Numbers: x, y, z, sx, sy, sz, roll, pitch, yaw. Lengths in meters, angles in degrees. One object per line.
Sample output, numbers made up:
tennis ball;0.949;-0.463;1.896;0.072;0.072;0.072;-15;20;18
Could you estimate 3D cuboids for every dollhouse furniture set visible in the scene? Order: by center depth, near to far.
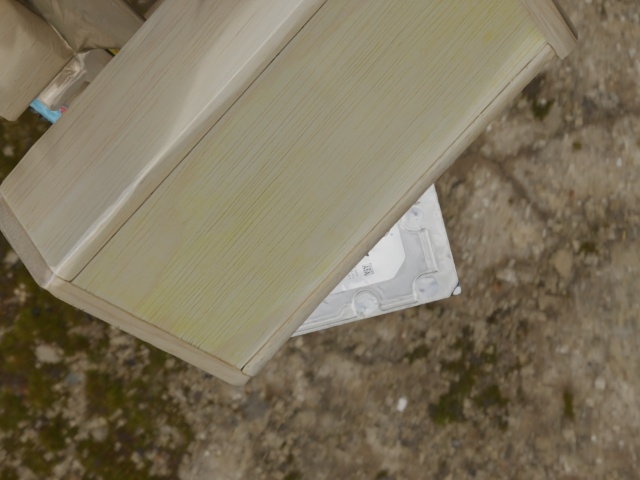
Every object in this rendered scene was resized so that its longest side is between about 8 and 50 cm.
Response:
dollhouse furniture set;-0.099;-0.157;0.648;0.256;0.362;0.394;-46;52;5

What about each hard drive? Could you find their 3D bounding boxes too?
hard drive;0.000;0.000;1.555;0.338;0.064;0.237;-14;98;4

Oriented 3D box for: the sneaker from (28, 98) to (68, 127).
sneaker;-0.321;-0.210;1.426;0.262;0.104;0.125;39;88;-22
